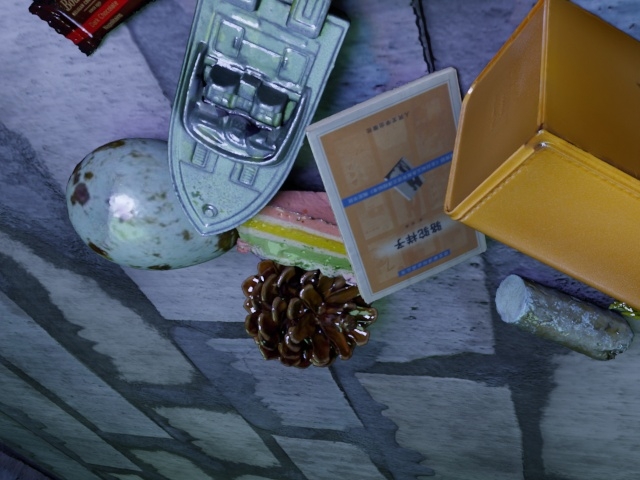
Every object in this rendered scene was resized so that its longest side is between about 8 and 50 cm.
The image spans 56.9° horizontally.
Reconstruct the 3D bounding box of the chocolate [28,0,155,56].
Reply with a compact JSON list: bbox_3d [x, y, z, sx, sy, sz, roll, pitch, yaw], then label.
[{"bbox_3d":[-0.237,-0.259,0.626,0.182,0.028,0.086,-20,137,39],"label":"chocolate"}]

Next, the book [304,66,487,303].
[{"bbox_3d":[0.095,-0.051,0.662,0.170,0.018,0.242,-24,124,-3],"label":"book"}]

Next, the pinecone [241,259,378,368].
[{"bbox_3d":[-0.012,0.099,0.867,0.185,0.169,0.212,16,158,-22],"label":"pinecone"}]

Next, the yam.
[{"bbox_3d":[0.336,0.108,0.820,0.179,0.078,0.078,23,142,-5],"label":"yam"}]

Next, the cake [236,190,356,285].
[{"bbox_3d":[0.003,-0.016,0.769,0.225,0.090,0.109,14,141,-2],"label":"cake"}]

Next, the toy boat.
[{"bbox_3d":[-0.083,-0.127,0.618,0.141,0.092,0.320,21,125,-6],"label":"toy boat"}]

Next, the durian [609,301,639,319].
[{"bbox_3d":[0.548,0.081,0.647,0.394,0.163,0.198,0,142,11],"label":"durian"}]

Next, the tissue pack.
[{"bbox_3d":[0.273,-0.063,0.542,0.274,0.194,0.145,26,146,-10],"label":"tissue pack"}]

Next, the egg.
[{"bbox_3d":[-0.206,-0.043,0.766,0.231,0.169,0.169,13,145,-22],"label":"egg"}]
